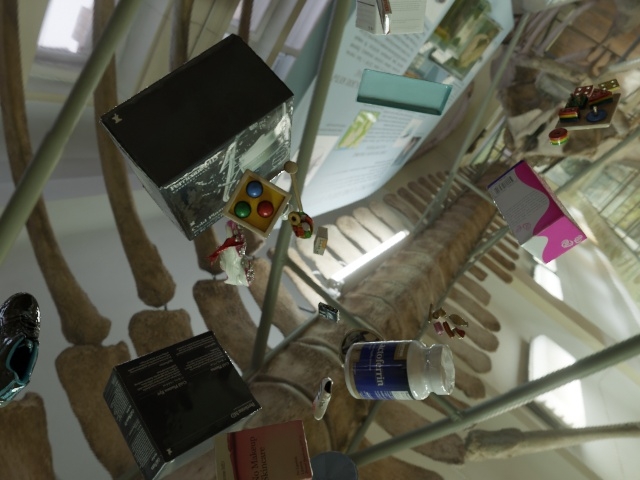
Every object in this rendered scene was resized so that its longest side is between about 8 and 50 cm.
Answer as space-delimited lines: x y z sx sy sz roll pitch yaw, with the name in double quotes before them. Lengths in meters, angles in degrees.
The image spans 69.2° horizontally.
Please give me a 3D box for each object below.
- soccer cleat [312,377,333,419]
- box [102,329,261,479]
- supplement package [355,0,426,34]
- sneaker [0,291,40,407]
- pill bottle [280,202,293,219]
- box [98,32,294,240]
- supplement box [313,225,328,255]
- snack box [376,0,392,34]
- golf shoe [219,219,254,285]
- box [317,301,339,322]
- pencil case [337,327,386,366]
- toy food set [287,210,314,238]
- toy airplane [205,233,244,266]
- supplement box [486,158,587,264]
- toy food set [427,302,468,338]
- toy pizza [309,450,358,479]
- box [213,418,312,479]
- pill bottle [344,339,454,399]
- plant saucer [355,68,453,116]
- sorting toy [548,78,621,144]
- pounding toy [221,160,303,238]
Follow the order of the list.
"soccer cleat" 0.006 0.321 0.946 0.029 0.035 0.083 27 -118 -15
"box" -0.421 0.494 1.420 0.343 0.179 0.312 -14 -124 -47
"supplement package" 0.227 -0.825 1.473 0.178 0.292 0.175 -10 -146 -16
"sneaker" -0.826 0.280 1.288 0.125 0.140 0.340 37 -152 -46
"pill bottle" -0.164 -0.134 1.720 0.137 0.078 0.078 37 -165 -48
"box" -0.358 -0.307 1.506 0.297 0.480 0.471 47 165 11
"supplement box" 0.000 0.000 1.511 0.036 0.062 0.098 14 -158 -6
"snack box" 0.172 -0.651 1.277 0.022 0.064 0.178 -6 -119 1
"golf shoe" -0.381 0.062 1.984 0.140 0.306 0.115 -5 -160 13
"box" 0.031 0.271 1.757 0.083 0.067 0.018 23 -127 22
"pencil case" 0.164 0.435 1.670 0.160 0.184 0.410 53 174 27
"toy food set" -0.051 -0.043 1.277 0.083 0.083 0.020 1 -162 36
"toy airplane" -0.315 0.026 1.494 0.028 0.151 0.151 56 -165 -24
"supplement box" 0.502 -0.070 1.094 0.114 0.111 0.220 32 -147 -28
"toy food set" 0.315 0.210 1.162 0.122 0.019 0.078 31 -130 -11
"toy pizza" 0.019 0.729 1.392 0.201 0.201 0.032 -96 -13 -60
"box" -0.150 0.568 1.192 0.232 0.126 0.148 -6 -127 -13
"pill bottle" 0.210 0.345 1.239 0.153 0.265 0.153 29 -124 -56
"plant saucer" 0.165 -0.293 0.919 0.192 0.067 0.018 5 -143 -16
"sorting toy" 0.723 -0.366 1.255 0.132 0.274 0.046 7 142 45
"pounding toy" -0.118 -0.113 1.162 0.181 0.206 0.094 30 180 -12
